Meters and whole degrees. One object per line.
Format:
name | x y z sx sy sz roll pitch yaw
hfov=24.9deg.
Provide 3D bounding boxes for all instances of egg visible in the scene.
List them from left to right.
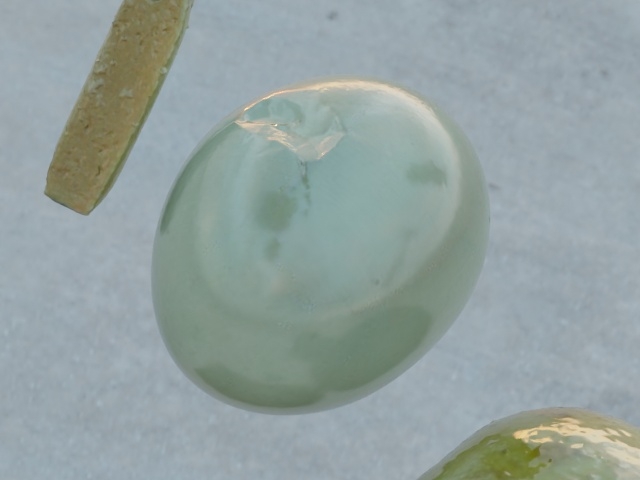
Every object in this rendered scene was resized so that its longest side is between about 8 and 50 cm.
egg | 0.000 0.000 1.011 0.219 0.219 0.269 34 52 20

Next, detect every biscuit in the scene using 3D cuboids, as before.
biscuit | -0.144 -0.111 1.050 0.052 0.188 0.056 26 10 -10

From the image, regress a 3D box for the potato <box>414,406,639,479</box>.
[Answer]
potato | 0.150 0.218 0.963 0.285 0.242 0.242 -32 54 -7
